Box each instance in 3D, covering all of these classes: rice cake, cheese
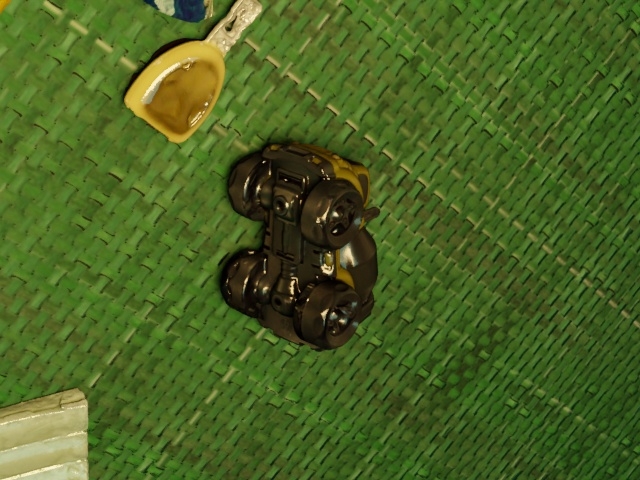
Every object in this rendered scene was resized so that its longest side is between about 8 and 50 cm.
[{"bbox_3d":[-0.349,0.232,1.283,0.211,0.038,0.124,-7,117,-24],"label":"rice cake"},{"bbox_3d":[-0.117,-0.176,1.205,0.162,0.036,0.086,-50,127,3],"label":"cheese"}]

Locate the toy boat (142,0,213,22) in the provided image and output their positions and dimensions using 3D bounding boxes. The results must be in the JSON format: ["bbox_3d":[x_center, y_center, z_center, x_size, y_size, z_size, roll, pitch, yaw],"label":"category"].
[{"bbox_3d":[-0.072,-0.331,1.155,0.291,0.067,0.220,-26,125,-27],"label":"toy boat"}]

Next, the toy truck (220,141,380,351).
[{"bbox_3d":[0.000,0.000,1.304,0.165,0.147,0.224,-22,122,-45],"label":"toy truck"}]

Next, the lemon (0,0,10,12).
[{"bbox_3d":[-0.354,-0.272,0.863,0.364,0.364,0.364,-12,118,-22],"label":"lemon"}]
